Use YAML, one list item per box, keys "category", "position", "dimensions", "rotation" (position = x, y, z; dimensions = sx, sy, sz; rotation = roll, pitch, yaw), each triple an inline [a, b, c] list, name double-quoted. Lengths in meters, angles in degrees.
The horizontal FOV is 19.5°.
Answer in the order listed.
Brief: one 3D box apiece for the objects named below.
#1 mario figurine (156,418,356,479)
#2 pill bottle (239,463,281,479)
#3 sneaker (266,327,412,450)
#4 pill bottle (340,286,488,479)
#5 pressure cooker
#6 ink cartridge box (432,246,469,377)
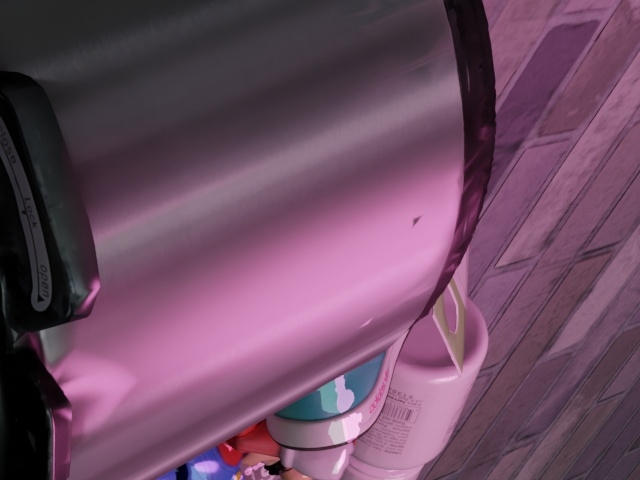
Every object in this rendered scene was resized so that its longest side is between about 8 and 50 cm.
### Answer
- category: "mario figurine"
  position: [-0.085, 0.196, 1.594]
  dimensions: [0.320, 0.198, 0.170]
  rotation: [-27, 139, -25]
- category: "pill bottle"
  position: [-0.086, 0.209, 1.743]
  dimensions: [0.137, 0.078, 0.078]
  rotation: [-30, 153, -31]
- category: "sneaker"
  position: [0.000, 0.000, 1.374]
  dimensions: [0.295, 0.123, 0.178]
  rotation: [-77, 161, -60]
- category: "pill bottle"
  position: [0.075, 0.150, 1.836]
  dimensions: [0.131, 0.131, 0.229]
  rotation: [-28, 152, -32]
- category: "pressure cooker"
  position: [-0.173, -0.039, 0.827]
  dimensions: [0.420, 0.375, 0.370]
  rotation: [-26, 154, -36]
- category: "ink cartridge box"
  position: [0.087, -0.028, 1.482]
  dimensions: [0.171, 0.056, 0.235]
  rotation: [60, 36, -66]
